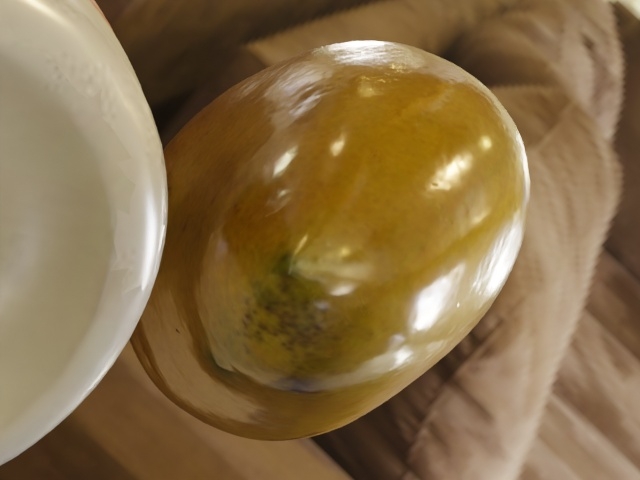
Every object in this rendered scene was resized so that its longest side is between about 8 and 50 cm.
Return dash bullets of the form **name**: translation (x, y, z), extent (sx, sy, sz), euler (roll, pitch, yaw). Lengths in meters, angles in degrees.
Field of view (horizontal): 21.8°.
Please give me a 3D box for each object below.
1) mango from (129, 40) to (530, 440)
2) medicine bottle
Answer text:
- **mango**: translation (0.000, 0.000, 0.812), extent (0.173, 0.211, 0.317), euler (47, -8, -6)
- **medicine bottle**: translation (-0.205, -0.084, 0.634), extent (0.211, 0.211, 0.371), euler (31, 14, -35)
